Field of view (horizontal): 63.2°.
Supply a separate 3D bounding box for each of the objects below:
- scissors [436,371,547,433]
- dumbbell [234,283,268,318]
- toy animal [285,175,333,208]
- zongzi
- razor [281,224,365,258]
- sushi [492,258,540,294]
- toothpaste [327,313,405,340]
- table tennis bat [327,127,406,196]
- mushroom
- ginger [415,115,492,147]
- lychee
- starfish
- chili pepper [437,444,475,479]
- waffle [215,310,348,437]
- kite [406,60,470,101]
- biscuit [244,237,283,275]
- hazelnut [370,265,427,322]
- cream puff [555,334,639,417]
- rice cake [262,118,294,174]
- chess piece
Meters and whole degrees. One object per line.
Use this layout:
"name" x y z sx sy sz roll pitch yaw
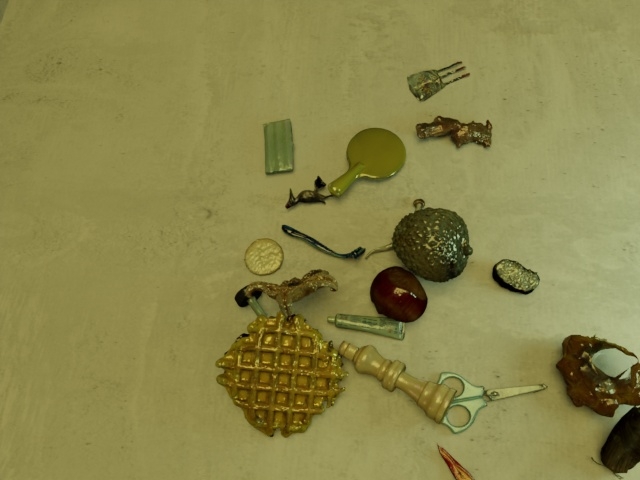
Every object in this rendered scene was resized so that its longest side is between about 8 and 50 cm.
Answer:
"scissors" 0.538 0.494 1.652 0.360 0.029 0.191 -11 67 5
"dumbbell" -0.212 0.250 1.812 0.100 0.100 0.191 -34 69 -5
"toy animal" -0.042 -0.170 1.962 0.202 0.070 0.105 -23 87 -5
"zongzi" 0.853 0.562 1.455 0.248 0.241 0.111 -57 44 16
"razor" -0.002 0.012 1.899 0.324 0.093 0.056 19 109 18
"sushi" 0.653 0.123 1.748 0.150 0.078 0.091 27 82 15
"toothpaste" 0.155 0.285 1.776 0.268 0.047 0.069 6 52 8
"table tennis bat" 0.168 -0.289 1.969 0.224 0.054 0.368 40 70 16
"mushroom" 0.283 -0.030 1.881 0.068 0.043 0.306 34 79 36
"ginger" 0.505 -0.412 1.975 0.289 0.084 0.122 8 93 7
"lychee" 0.375 0.017 1.742 0.274 0.255 0.256 1 69 31
"starfish" -0.090 0.165 1.732 0.311 0.303 0.113 -13 94 -20
"chili pepper" 0.415 0.701 1.596 0.045 0.027 0.178 -39 70 -11
"waffle" -0.124 0.432 1.686 0.379 0.095 0.382 -43 91 -3
"kite" 0.474 -0.651 2.092 0.245 0.015 0.141 -22 71 1
"biscuit" -0.210 0.059 1.924 0.151 0.020 0.152 -2 70 7
"hazelnut" 0.261 0.176 1.756 0.170 0.161 0.202 -18 30 -11
"cream puff" 0.846 0.399 1.578 0.241 0.155 0.269 -35 71 -5
"rice cake" -0.165 -0.374 2.066 0.127 0.043 0.237 -7 70 4
"chess piece" 0.233 0.431 1.670 0.397 0.117 0.117 27 76 23
